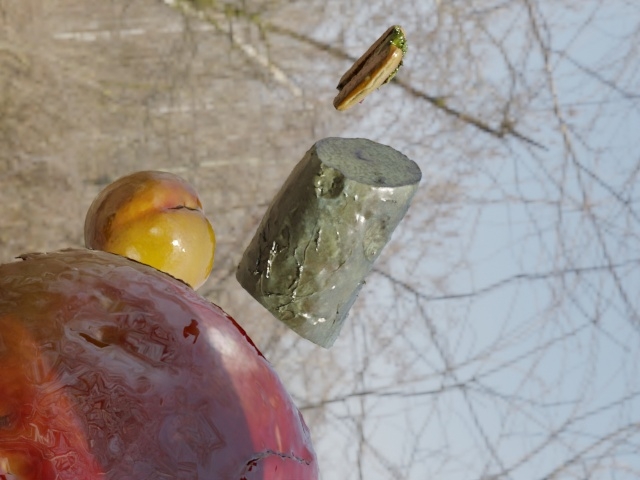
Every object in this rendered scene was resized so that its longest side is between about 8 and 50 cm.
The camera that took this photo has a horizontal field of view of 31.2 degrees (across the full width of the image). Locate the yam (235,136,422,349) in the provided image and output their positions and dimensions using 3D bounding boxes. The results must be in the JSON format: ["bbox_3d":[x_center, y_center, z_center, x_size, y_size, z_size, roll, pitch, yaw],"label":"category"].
[{"bbox_3d":[0.000,0.000,1.348,0.254,0.154,0.154,-60,-154,21],"label":"yam"}]

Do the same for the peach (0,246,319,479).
[{"bbox_3d":[-0.219,0.193,0.766,0.339,0.416,0.353,32,-29,39],"label":"peach"}]

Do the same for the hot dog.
[{"bbox_3d":[0.036,-0.116,0.781,0.083,0.021,0.037,-36,-148,51],"label":"hot dog"}]

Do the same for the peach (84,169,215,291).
[{"bbox_3d":[-0.168,-0.003,1.137,0.138,0.138,0.138,175,-90,-79],"label":"peach"}]
